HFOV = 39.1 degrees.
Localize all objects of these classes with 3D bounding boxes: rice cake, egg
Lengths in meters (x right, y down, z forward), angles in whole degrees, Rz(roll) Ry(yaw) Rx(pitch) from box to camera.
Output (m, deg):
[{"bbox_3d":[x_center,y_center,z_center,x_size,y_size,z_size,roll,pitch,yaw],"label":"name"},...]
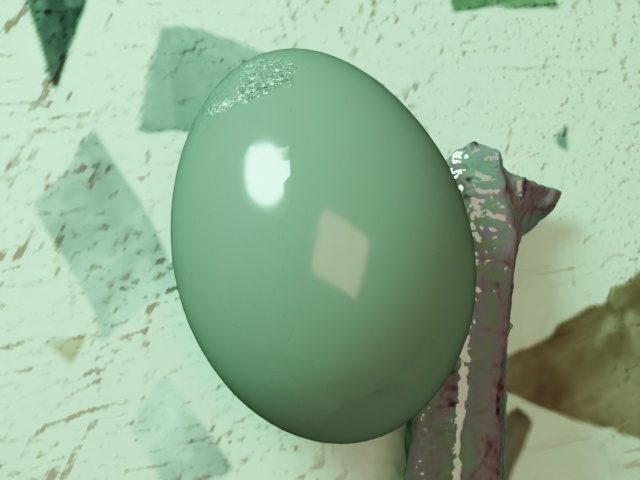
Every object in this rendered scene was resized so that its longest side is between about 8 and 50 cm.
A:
[{"bbox_3d":[0.087,0.091,0.496,0.081,0.051,0.290,10,78,-9],"label":"rice cake"},{"bbox_3d":[0.000,0.000,0.447,0.146,0.146,0.198,-7,74,-12],"label":"egg"}]
